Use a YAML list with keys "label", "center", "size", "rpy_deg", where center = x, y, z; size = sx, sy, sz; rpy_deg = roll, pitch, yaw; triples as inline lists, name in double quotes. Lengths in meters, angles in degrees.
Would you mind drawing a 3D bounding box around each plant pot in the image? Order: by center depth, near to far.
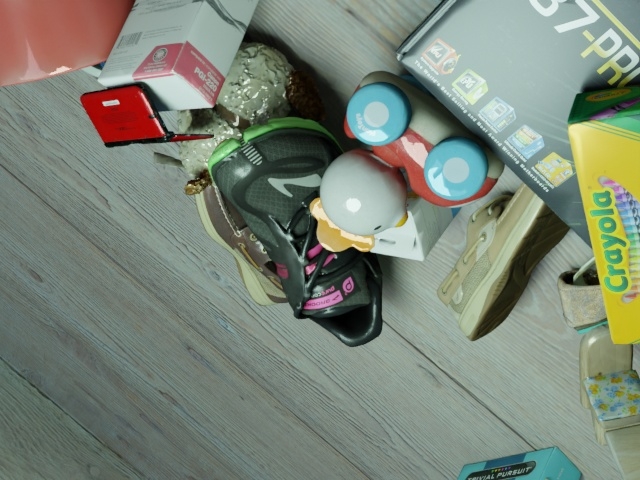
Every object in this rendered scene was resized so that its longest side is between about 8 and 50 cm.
- label: "plant pot"
  center: [-0.401, -0.383, 1.258]
  size: [0.275, 0.275, 0.243]
  rpy_deg: [3, 119, 39]

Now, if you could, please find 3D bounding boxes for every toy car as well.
- label: "toy car"
  center: [0.091, -0.072, 1.097]
  size: [0.210, 0.219, 0.238]
  rpy_deg: [36, 111, 4]

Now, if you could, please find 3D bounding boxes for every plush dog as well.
- label: "plush dog"
  center: [-0.118, -0.188, 1.279]
  size: [0.263, 0.211, 0.225]
  rpy_deg: [31, 119, 13]

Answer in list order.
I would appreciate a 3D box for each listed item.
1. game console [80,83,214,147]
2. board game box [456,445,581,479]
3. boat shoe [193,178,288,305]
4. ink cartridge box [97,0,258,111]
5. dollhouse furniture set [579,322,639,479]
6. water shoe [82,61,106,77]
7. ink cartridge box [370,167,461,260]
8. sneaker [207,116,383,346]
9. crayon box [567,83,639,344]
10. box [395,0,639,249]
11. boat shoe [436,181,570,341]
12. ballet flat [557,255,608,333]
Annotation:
- label: "game console"
  center: [-0.242, -0.173, 1.197]
  size: [0.144, 0.085, 0.124]
  rpy_deg: [1, 126, 41]
- label: "board game box"
  center: [0.291, 0.533, 1.516]
  size: [0.079, 0.336, 0.254]
  rpy_deg: [46, 143, -8]
- label: "boat shoe"
  center: [-0.101, -0.013, 1.486]
  size: [0.123, 0.123, 0.342]
  rpy_deg: [2, 133, 30]
- label: "ink cartridge box"
  center: [-0.188, -0.290, 1.178]
  size: [0.159, 0.217, 0.092]
  rpy_deg: [3, 156, 39]
- label: "dollhouse furniture set"
  center: [0.528, 0.197, 0.944]
  size: [0.395, 0.362, 0.256]
  rpy_deg: [-12, 129, 3]
- label: "water shoe"
  center: [-0.321, -0.303, 1.426]
  size: [0.203, 0.073, 0.080]
  rpy_deg: [23, 118, 15]
- label: "ink cartridge box"
  center: [0.124, -0.043, 1.231]
  size: [0.092, 0.143, 0.089]
  rpy_deg: [9, 133, 34]
- label: "sneaker"
  center: [0.000, 0.000, 1.251]
  size: [0.483, 0.185, 0.202]
  rpy_deg: [53, -169, -51]
- label: "crayon box"
  center: [0.366, -0.026, 0.883]
  size: [0.166, 0.081, 0.278]
  rpy_deg: [-6, 119, 28]
- label: "box"
  center: [0.327, -0.177, 0.916]
  size: [0.395, 0.097, 0.318]
  rpy_deg: [44, 127, -6]
- label: "boat shoe"
  center: [0.249, -0.004, 1.183]
  size: [0.110, 0.122, 0.341]
  rpy_deg: [48, 136, 28]
- label: "ballet flat"
  center: [0.427, 0.039, 1.100]
  size: [0.316, 0.108, 0.106]
  rpy_deg: [-28, 80, 49]
